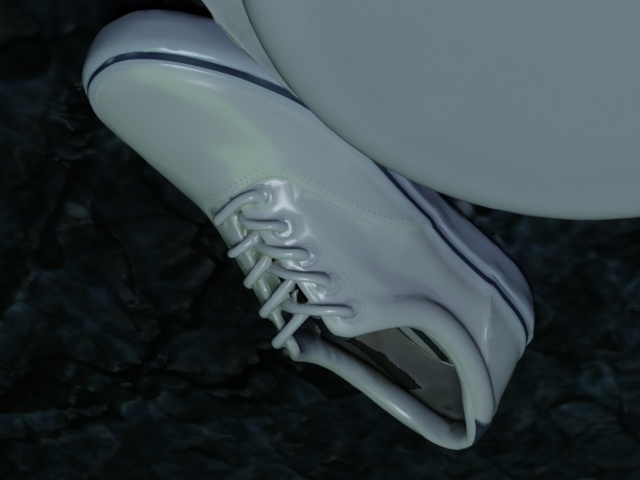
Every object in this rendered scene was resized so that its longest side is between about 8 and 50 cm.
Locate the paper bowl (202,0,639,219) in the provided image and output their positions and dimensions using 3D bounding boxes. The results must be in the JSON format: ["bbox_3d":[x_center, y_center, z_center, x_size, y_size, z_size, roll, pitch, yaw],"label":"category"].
[{"bbox_3d":[0.082,-0.117,0.547,0.284,0.148,0.284,8,140,7],"label":"paper bowl"}]

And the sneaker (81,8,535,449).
[{"bbox_3d":[0.000,0.000,0.757,0.258,0.091,0.094,36,137,-25],"label":"sneaker"}]
